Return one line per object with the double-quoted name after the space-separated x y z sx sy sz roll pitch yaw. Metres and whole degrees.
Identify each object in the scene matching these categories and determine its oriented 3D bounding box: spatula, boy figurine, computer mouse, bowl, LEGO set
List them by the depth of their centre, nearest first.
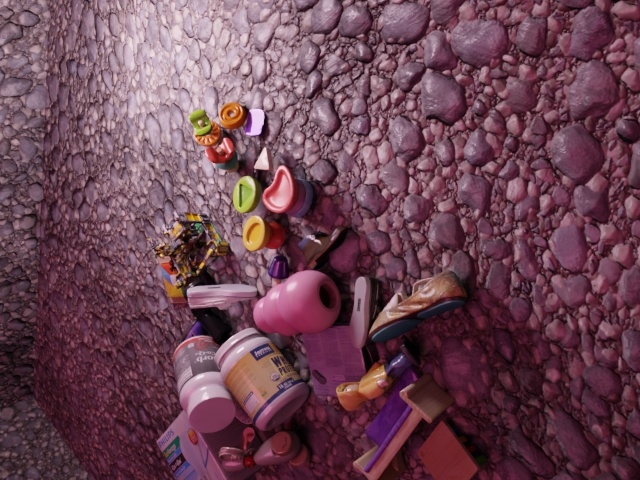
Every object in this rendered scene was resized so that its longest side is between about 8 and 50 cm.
0.170 0.404 1.613 0.285 0.177 0.092 -40 95 17 "boy figurine"
-0.229 -0.313 1.903 0.084 0.030 0.296 9 105 37 "spatula"
-0.545 0.038 2.113 0.331 0.192 0.254 -34 72 29 "LEGO set"
-0.281 0.629 2.131 0.170 0.080 0.170 11 106 40 "bowl"
-0.499 0.114 2.240 0.242 0.041 0.071 58 149 22 "computer mouse"

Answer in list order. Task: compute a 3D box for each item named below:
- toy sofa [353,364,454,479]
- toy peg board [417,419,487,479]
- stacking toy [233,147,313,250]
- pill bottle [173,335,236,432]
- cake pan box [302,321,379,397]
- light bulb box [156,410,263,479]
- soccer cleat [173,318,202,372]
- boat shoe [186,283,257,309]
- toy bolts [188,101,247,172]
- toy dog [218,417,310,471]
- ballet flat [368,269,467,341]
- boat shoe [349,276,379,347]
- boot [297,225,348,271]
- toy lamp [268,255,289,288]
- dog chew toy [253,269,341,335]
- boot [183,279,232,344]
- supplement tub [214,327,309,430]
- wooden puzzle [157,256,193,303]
0.227 0.561 1.625 0.177 0.150 0.362 41 123 26 "toy sofa"
0.388 0.630 1.563 0.160 0.079 0.161 53 129 39 "toy peg board"
-0.158 -0.137 1.855 0.309 0.131 0.279 -48 52 29 "stacking toy"
-0.446 0.551 2.083 0.363 0.211 0.210 -128 46 -56 "pill bottle"
0.069 0.394 1.781 0.267 0.070 0.245 -11 95 42 "cake pan box"
-0.452 0.873 2.239 0.361 0.225 0.358 53 129 18 "light bulb box"
-0.541 0.471 2.323 0.117 0.108 0.318 27 117 11 "soccer cleat"
-0.372 0.221 2.042 0.268 0.096 0.088 -3 103 -2 "boat shoe"
-0.341 -0.362 1.957 0.219 0.158 0.228 -22 71 2 "toy bolts"
-0.206 0.757 2.009 0.334 0.160 0.220 -2 136 2 "toy dog"
0.266 0.186 1.543 0.349 0.123 0.123 -37 75 41 "ballet flat"
0.143 0.221 1.647 0.078 0.070 0.219 8 90 58 "boat shoe"
0.000 0.000 1.742 0.106 0.082 0.219 52 130 17 "boot"
-0.160 0.185 1.928 0.080 0.080 0.274 28 117 34 "toy lamp"
-0.093 0.223 1.781 0.332 0.207 0.206 -24 84 38 "dog chew toy"
-0.440 0.292 2.147 0.207 0.094 0.246 41 149 24 "boot"
-0.217 0.495 1.944 0.316 0.228 0.228 46 126 23 "supplement tub"
-0.621 0.171 2.336 0.239 0.044 0.220 -5 103 42 "wooden puzzle"
